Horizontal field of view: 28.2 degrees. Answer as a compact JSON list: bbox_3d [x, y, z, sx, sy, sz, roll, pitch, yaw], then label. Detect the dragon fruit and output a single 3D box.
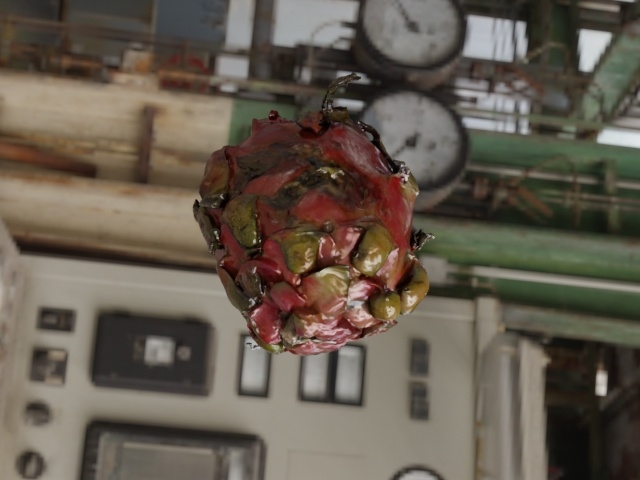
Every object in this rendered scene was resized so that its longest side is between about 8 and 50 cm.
[{"bbox_3d":[0.000,0.000,1.432,0.250,0.269,0.291,59,-2,-39],"label":"dragon fruit"}]
